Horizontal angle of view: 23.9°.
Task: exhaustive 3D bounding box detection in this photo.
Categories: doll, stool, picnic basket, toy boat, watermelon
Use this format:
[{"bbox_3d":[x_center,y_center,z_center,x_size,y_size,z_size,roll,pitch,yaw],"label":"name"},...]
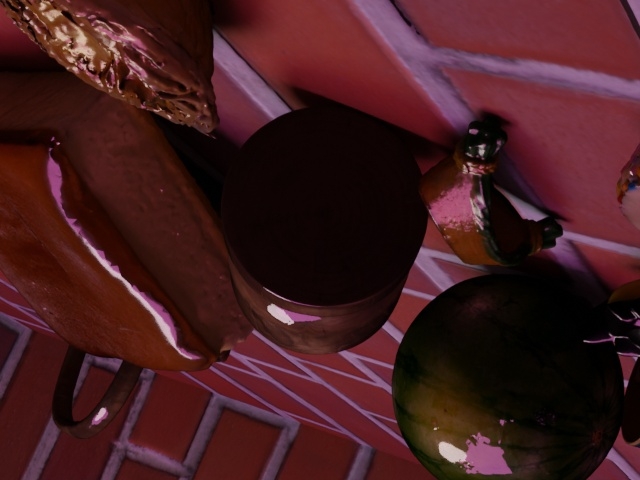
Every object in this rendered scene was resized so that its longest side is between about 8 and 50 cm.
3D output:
[{"bbox_3d":[0.351,0.075,1.344,0.249,0.088,0.127,0,135,39],"label":"doll"},{"bbox_3d":[0.000,0.000,1.404,0.179,0.179,0.264,22,167,3],"label":"stool"},{"bbox_3d":[-0.292,0.129,2.127,0.337,0.337,0.293,29,166,-24],"label":"picnic basket"},{"bbox_3d":[0.142,-0.033,1.275,0.088,0.089,0.229,-21,153,14],"label":"toy boat"},{"bbox_3d":[0.193,0.152,1.561,0.242,0.242,0.242,22,167,5],"label":"watermelon"}]

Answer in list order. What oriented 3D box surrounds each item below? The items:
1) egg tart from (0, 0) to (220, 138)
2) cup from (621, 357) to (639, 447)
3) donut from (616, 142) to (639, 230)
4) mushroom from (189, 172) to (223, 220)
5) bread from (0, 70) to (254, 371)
[{"bbox_3d":[-0.162,-0.175,1.177,0.252,0.098,0.232,37,168,-35],"label":"egg tart"},{"bbox_3d":[0.406,0.156,1.507,0.155,0.131,0.176,20,142,-6],"label":"cup"},{"bbox_3d":[0.290,-0.030,1.043,0.175,0.068,0.174,20,165,6],"label":"donut"},{"bbox_3d":[-0.149,-0.014,1.757,0.188,0.141,0.117,17,-156,39],"label":"mushroom"},{"bbox_3d":[-0.250,-0.023,1.605,0.324,0.143,0.333,5,135,52],"label":"bread"}]
